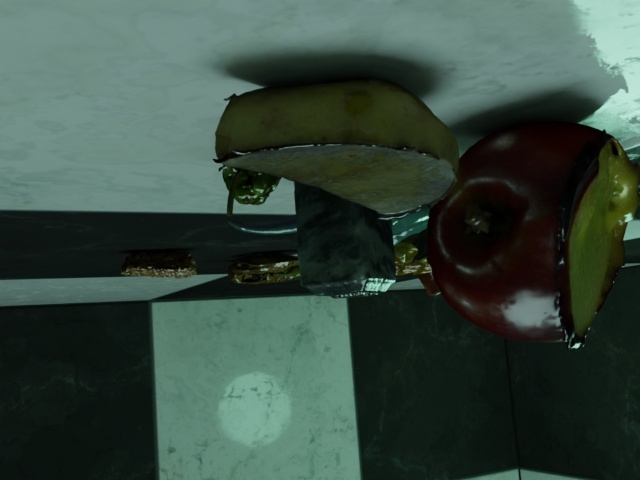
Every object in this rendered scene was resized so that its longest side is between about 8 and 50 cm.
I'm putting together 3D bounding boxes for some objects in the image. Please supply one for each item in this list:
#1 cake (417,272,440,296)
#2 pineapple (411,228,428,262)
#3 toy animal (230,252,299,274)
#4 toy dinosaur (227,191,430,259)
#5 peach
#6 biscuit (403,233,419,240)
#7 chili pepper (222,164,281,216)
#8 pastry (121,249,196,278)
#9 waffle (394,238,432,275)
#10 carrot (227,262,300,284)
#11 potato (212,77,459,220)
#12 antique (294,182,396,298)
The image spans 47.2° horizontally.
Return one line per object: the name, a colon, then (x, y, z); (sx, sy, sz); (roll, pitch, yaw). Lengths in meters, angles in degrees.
cake: (0.366, 0.038, 1.913); (0.287, 0.135, 0.098); (-34, 151, 33)
pineapple: (0.297, 0.016, 1.260); (0.362, 0.202, 0.202); (7, 167, -44)
toy animal: (-0.098, 0.056, 1.866); (0.275, 0.054, 0.149); (-8, 174, 22)
toy dinosaur: (0.123, -0.066, 0.989); (0.383, 0.129, 0.330); (1, 162, -43)
peach: (0.253, -0.016, 0.892); (0.201, 0.258, 0.361); (13, -169, 33)
biscuit: (0.217, 0.007, 1.683); (0.217, 0.044, 0.325); (-2, 170, 1)
chili pepper: (-0.077, -0.076, 0.837); (0.072, 0.073, 0.204); (-22, -176, -1)
pastry: (-0.367, 0.051, 1.663); (0.169, 0.063, 0.087); (4, 161, -19)
waffle: (0.167, 0.042, 1.581); (0.281, 0.058, 0.301); (1, 170, -19)
carrot: (-0.146, 0.086, 2.015); (0.228, 0.069, 0.069); (-1, 172, -34)
potato: (0.035, -0.097, 0.647); (0.138, 0.098, 0.243); (-15, 161, 39)
antique: (0.028, -0.026, 0.841); (0.086, 0.183, 0.088); (-8, 171, 28)
